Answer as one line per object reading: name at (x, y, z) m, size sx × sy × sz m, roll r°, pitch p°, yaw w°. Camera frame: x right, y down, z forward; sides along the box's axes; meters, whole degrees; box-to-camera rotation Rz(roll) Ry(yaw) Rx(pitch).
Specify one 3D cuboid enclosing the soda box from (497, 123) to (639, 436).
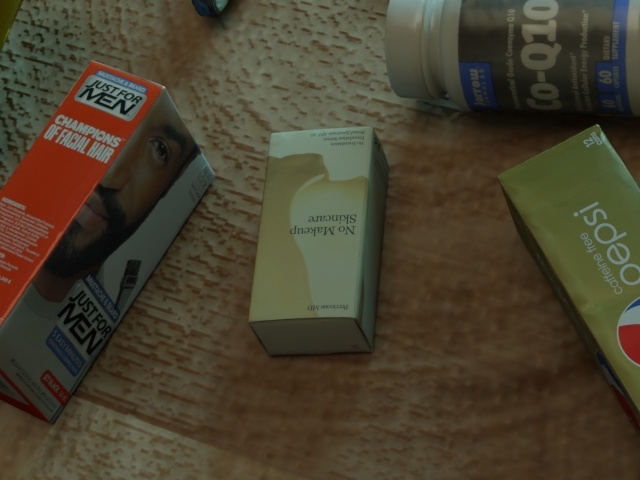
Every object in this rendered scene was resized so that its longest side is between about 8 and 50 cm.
soda box at (0.152, 0.034, 0.834) m, size 0.058 × 0.061 × 0.181 m, roll -28°, pitch 56°, yaw 1°

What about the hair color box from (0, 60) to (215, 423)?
hair color box at (-0.130, 0.001, 0.925) m, size 0.053 × 0.093 × 0.167 m, roll 21°, pitch 69°, yaw 26°

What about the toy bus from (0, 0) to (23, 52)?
toy bus at (-0.233, -0.093, 1.002) m, size 0.104 × 0.202 × 0.191 m, roll 24°, pitch 62°, yaw -9°

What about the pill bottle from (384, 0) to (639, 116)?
pill bottle at (0.108, -0.105, 0.921) m, size 0.137 × 0.078 × 0.078 m, roll 3°, pitch 61°, yaw 20°

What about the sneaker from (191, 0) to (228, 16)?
sneaker at (-0.040, -0.190, 1.035) m, size 0.058 × 0.052 × 0.135 m, roll 10°, pitch 64°, yaw 18°

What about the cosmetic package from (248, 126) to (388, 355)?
cosmetic package at (0.000, 0.000, 0.915) m, size 0.060 × 0.041 × 0.115 m, roll -4°, pitch 59°, yaw 15°
